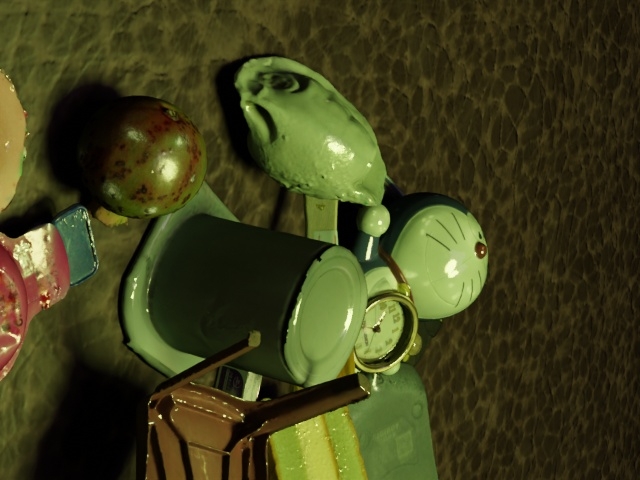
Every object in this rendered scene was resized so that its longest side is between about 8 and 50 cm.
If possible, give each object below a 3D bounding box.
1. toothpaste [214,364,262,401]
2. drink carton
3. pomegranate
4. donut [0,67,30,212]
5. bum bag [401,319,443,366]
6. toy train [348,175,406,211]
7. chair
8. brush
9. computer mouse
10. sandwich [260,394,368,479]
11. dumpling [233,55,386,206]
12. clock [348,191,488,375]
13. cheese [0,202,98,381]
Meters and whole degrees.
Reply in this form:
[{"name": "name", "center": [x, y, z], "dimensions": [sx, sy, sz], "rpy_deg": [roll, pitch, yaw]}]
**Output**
[{"name": "toothpaste", "center": [-0.097, 0.201, 1.560], "dimensions": [0.040, 0.047, 0.196], "rpy_deg": [13, 89, -53]}, {"name": "drink carton", "center": [-0.067, 0.065, 1.445], "dimensions": [0.191, 0.189, 0.185], "rpy_deg": [-63, 149, -20]}, {"name": "pomegranate", "center": [-0.165, -0.070, 1.314], "dimensions": [0.130, 0.130, 0.130], "rpy_deg": [-23, 118, -51]}, {"name": "donut", "center": [-0.293, -0.086, 1.166], "dimensions": [0.117, 0.065, 0.166], "rpy_deg": [-12, 109, -53]}, {"name": "bum bag", "center": [0.116, 0.110, 1.836], "dimensions": [0.232, 0.060, 0.107], "rpy_deg": [-53, 148, -30]}, {"name": "toy train", "center": [0.079, -0.047, 1.744], "dimensions": [0.252, 0.048, 0.055], "rpy_deg": [40, 69, -53]}, {"name": "chair", "center": [-0.124, 0.236, 1.360], "dimensions": [0.175, 0.326, 0.183], "rpy_deg": [27, 52, -43]}, {"name": "brush", "center": [0.000, 0.000, 1.562], "dimensions": [0.020, 0.085, 0.337], "rpy_deg": [87, 2, -75]}, {"name": "computer mouse", "center": [0.056, 0.311, 1.754], "dimensions": [0.188, 0.122, 0.371], "rpy_deg": [-21, 113, -43]}, {"name": "sandwich", "center": [-0.040, 0.277, 1.626], "dimensions": [0.117, 0.187, 0.144], "rpy_deg": [-1, 62, -31]}, {"name": "dumpling", "center": [-0.017, -0.112, 1.528], "dimensions": [0.108, 0.153, 0.219], "rpy_deg": [-42, 112, 11]}, {"name": "clock", "center": [0.087, 0.039, 1.662], "dimensions": [0.243, 0.146, 0.200], "rpy_deg": [-29, 119, -26]}, {"name": "cheese", "center": [-0.281, 0.047, 1.228], "dimensions": [0.244, 0.062, 0.155], "rpy_deg": [-39, 130, -45]}]
